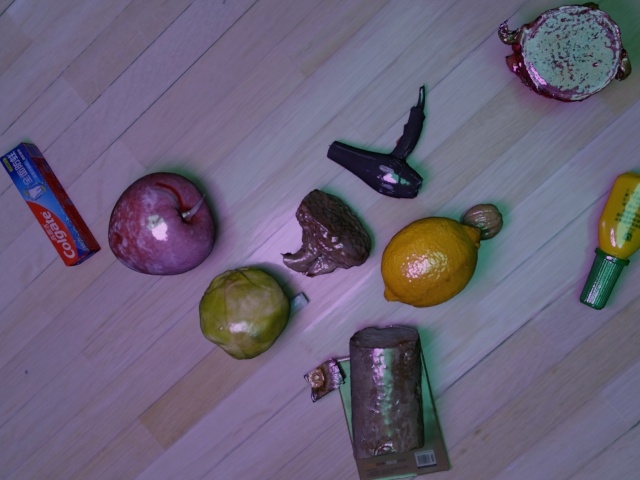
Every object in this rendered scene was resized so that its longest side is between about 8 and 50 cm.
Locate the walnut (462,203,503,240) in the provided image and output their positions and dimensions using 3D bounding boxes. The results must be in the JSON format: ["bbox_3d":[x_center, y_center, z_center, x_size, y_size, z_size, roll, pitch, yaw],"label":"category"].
[{"bbox_3d":[0.365,-0.041,1.347,0.092,0.092,0.092,0,93,8],"label":"walnut"}]

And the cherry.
[{"bbox_3d":[-0.355,-0.035,1.379,0.286,0.213,0.235,-31,65,26],"label":"cherry"}]

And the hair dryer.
[{"bbox_3d":[0.166,-0.243,1.383,0.236,0.091,0.271,28,83,16],"label":"hair dryer"}]

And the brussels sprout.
[{"bbox_3d":[-0.173,0.160,1.367,0.223,0.161,0.223,-8,66,17],"label":"brussels sprout"}]

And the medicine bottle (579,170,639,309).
[{"bbox_3d":[0.651,0.005,1.313,0.111,0.076,0.308,22,95,8],"label":"medicine bottle"}]

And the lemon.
[{"bbox_3d":[0.239,0.046,1.314,0.257,0.188,0.188,-38,87,8],"label":"lemon"}]

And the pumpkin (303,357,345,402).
[{"bbox_3d":[0.012,0.332,1.427,0.101,0.035,0.073,-33,69,21],"label":"pumpkin"}]

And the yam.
[{"bbox_3d":[0.147,0.350,1.335,0.168,0.168,0.303,-3,90,8],"label":"yam"}]

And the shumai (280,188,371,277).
[{"bbox_3d":[0.000,0.000,1.376,0.176,0.166,0.205,-40,86,30],"label":"shumai"}]

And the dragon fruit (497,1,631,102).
[{"bbox_3d":[0.519,-0.408,1.291,0.283,0.147,0.210,21,104,9],"label":"dragon fruit"}]

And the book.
[{"bbox_3d":[0.166,0.412,1.423,0.217,0.021,0.310,-13,91,8],"label":"book"}]

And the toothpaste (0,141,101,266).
[{"bbox_3d":[-0.671,-0.089,1.490,0.076,0.066,0.320,-34,87,8],"label":"toothpaste"}]

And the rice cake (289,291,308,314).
[{"bbox_3d":[-0.112,0.184,1.444,0.180,0.030,0.042,-35,92,8],"label":"rice cake"}]
